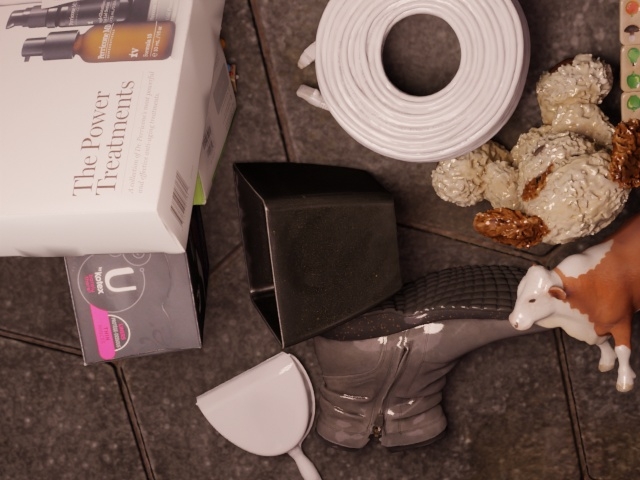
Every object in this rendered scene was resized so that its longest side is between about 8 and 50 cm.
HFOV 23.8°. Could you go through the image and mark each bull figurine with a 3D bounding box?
[{"bbox_3d":[0.370,0.063,1.883,0.310,0.101,0.188,-32,115,-28],"label":"bull figurine"}]

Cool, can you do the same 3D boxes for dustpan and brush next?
[{"bbox_3d":[-0.052,0.257,2.022,0.147,0.060,0.211,-28,101,9],"label":"dustpan and brush"}]

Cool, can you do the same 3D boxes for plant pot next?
[{"bbox_3d":[0.000,0.000,1.872,0.167,0.187,0.188,-12,110,-12],"label":"plant pot"}]

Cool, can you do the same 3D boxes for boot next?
[{"bbox_3d":[0.154,0.159,1.976,0.338,0.118,0.222,-4,116,6],"label":"boot"}]

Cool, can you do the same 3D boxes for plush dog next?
[{"bbox_3d":[0.289,-0.068,1.827,0.262,0.225,0.210,-36,106,10],"label":"plush dog"}]

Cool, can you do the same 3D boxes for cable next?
[{"bbox_3d":[0.119,-0.221,1.805,0.257,0.089,0.257,35,97,8],"label":"cable"}]

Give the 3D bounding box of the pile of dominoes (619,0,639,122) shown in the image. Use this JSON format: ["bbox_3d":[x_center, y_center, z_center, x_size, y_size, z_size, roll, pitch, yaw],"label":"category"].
[{"bbox_3d":[0.458,-0.229,1.813,0.196,0.040,0.251,-5,110,0],"label":"pile of dominoes"}]

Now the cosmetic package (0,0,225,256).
[{"bbox_3d":[-0.263,-0.165,1.606,0.284,0.377,0.097,-3,150,16],"label":"cosmetic package"}]

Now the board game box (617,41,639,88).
[{"bbox_3d":[0.467,-0.285,1.847,0.194,0.060,0.194,-1,110,-2],"label":"board game box"}]

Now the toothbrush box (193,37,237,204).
[{"bbox_3d":[-0.258,-0.136,1.752,0.283,0.206,0.122,-3,126,11],"label":"toothbrush box"}]

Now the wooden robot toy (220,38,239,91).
[{"bbox_3d":[-0.156,-0.255,1.842,0.173,0.076,0.079,33,70,-12],"label":"wooden robot toy"}]

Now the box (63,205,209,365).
[{"bbox_3d":[-0.216,0.014,1.810,0.143,0.270,0.165,-8,109,0],"label":"box"}]
